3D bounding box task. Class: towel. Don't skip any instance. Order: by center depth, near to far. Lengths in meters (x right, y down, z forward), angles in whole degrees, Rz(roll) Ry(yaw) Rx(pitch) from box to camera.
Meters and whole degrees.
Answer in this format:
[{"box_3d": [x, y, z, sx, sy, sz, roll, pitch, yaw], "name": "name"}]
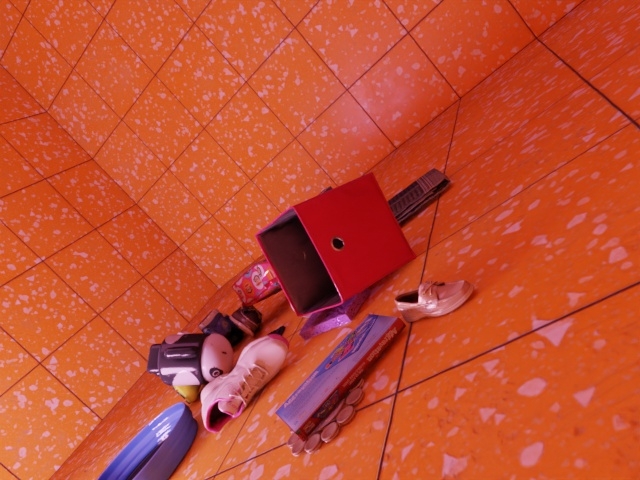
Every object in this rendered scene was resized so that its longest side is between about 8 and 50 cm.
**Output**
[{"box_3d": [0.300, -0.127, 1.642, 0.312, 0.056, 0.324, -37, 8, 14], "name": "towel"}]

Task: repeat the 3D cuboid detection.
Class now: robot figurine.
[{"box_3d": [-0.434, 0.402, 1.599, 0.279, 0.173, 0.209, -4, 12, 6], "name": "robot figurine"}]

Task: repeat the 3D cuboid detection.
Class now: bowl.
[{"box_3d": [-0.503, 0.632, 1.332, 0.391, 0.077, 0.391, -40, 9, 8], "name": "bowl"}]

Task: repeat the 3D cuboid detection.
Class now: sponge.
[{"box_3d": [0.036, 0.193, 1.269, 0.210, 0.031, 0.117, -32, 14, 46], "name": "sponge"}]

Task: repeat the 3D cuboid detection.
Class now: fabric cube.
[{"box_3d": [0.034, 0.015, 1.226, 0.258, 0.254, 0.259, -26, -1, -32], "name": "fabric cube"}]

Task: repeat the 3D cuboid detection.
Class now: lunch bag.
[{"box_3d": [-0.170, 0.129, 1.800, 0.258, 0.120, 0.293, -23, -10, -44], "name": "lunch bag"}]

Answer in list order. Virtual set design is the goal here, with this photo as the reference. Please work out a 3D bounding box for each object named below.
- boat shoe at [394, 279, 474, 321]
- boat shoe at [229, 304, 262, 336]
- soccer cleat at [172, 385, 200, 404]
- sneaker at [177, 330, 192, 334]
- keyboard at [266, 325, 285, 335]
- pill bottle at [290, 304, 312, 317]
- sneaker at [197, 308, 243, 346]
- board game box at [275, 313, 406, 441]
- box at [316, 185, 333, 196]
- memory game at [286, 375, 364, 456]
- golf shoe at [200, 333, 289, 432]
[{"box_3d": [0.203, 0.105, 0.884, 0.170, 0.059, 0.063, -33, 13, 45], "name": "boat shoe"}, {"box_3d": [-0.281, 0.301, 1.848, 0.096, 0.116, 0.324, -47, 4, -11], "name": "boat shoe"}, {"box_3d": [-0.464, 0.503, 1.729, 0.121, 0.093, 0.289, -40, 8, -12], "name": "soccer cleat"}, {"box_3d": [-0.485, 0.420, 1.882, 0.152, 0.114, 0.305, -16, -25, -17], "name": "sneaker"}, {"box_3d": [-0.174, 0.338, 1.497, 0.108, 0.023, 0.180, -39, 9, 22], "name": "keyboard"}, {"box_3d": [-0.026, 0.153, 1.473, 0.108, 0.108, 0.180, -39, 9, 19], "name": "pill bottle"}, {"box_3d": [-0.389, 0.377, 1.915, 0.130, 0.147, 0.330, -46, -10, -10], "name": "sneaker"}, {"box_3d": [0.036, 0.252, 0.924, 0.281, 0.027, 0.145, -44, 10, -18], "name": "board game box"}, {"box_3d": [0.000, 0.000, 1.658, 0.307, 0.242, 0.076, -44, 9, -15], "name": "box"}, {"box_3d": [0.010, 0.314, 0.871, 0.186, 0.012, 0.186, -40, 9, 7], "name": "memory game"}, {"box_3d": [-0.189, 0.369, 1.211, 0.306, 0.115, 0.140, -46, 18, 13], "name": "golf shoe"}]
